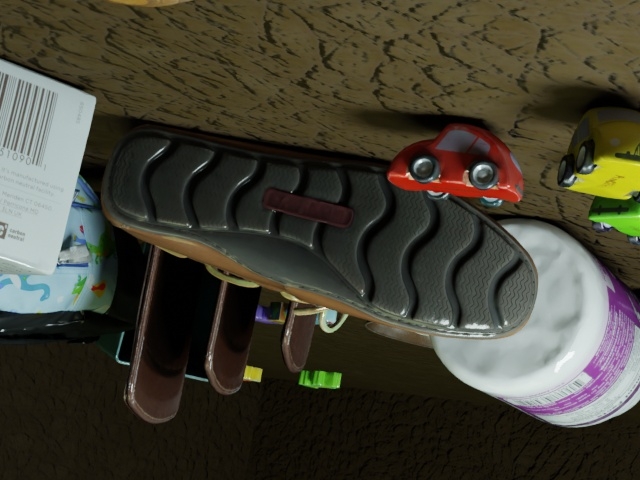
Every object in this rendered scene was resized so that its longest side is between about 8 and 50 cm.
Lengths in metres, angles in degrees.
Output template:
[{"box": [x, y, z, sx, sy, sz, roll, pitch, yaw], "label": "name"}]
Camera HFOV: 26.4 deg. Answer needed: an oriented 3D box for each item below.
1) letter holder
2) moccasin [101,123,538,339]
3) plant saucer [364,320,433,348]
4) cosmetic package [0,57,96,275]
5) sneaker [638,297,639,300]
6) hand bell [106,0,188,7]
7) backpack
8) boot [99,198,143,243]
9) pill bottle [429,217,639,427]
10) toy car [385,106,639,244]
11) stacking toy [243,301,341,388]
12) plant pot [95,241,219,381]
[{"box": [-0.091, 0.095, 1.409, 0.152, 0.214, 0.302, 11, 171, 4], "label": "letter holder"}, {"box": [-0.001, 0.003, 1.181, 0.380, 0.139, 0.147, 10, 171, 6], "label": "moccasin"}, {"box": [0.219, 0.125, 1.915, 0.310, 0.050, 0.310, 11, 170, 2], "label": "plant saucer"}, {"box": [-0.301, -0.062, 1.088, 0.151, 0.151, 0.183, 19, 167, -37], "label": "cosmetic package"}, {"box": [0.355, 0.109, 1.543, 0.108, 0.100, 0.271, 12, 171, -42], "label": "sneaker"}, {"box": [-0.161, -0.148, 0.688, 0.242, 0.126, 0.126, 1, 176, -29], "label": "hand bell"}, {"box": [-0.380, -0.004, 1.326, 0.290, 0.273, 0.355, 7, -169, 34], "label": "backpack"}, {"box": [-0.255, -0.029, 1.579, 0.087, 0.042, 0.118, 14, 171, 18], "label": "boot"}, {"box": [0.234, 0.094, 1.354, 0.169, 0.169, 0.301, 5, 167, 28], "label": "pill bottle"}, {"box": [0.197, -0.042, 0.968, 0.225, 0.053, 0.239, 18, 169, -38], "label": "toy car"}, {"box": [-0.032, 0.090, 1.634, 0.052, 0.167, 0.221, 19, 167, -40], "label": "stacking toy"}, {"box": [-0.215, 0.086, 1.839, 0.165, 0.166, 0.234, 15, 176, -25], "label": "plant pot"}]
